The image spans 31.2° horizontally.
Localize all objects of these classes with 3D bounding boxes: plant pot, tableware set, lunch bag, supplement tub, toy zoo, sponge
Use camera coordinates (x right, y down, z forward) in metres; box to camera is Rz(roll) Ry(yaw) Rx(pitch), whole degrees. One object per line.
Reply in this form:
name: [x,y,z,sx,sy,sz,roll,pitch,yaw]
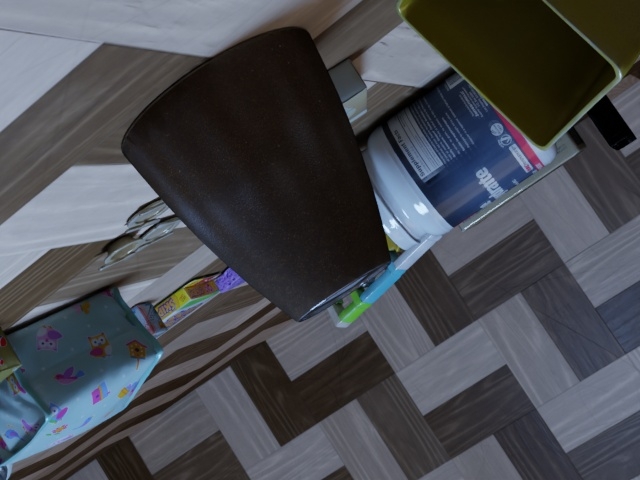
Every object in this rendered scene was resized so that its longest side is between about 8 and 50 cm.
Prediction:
plant pot: [0.227,-0.247,1.086,0.187,0.212,0.212,-44,176,-16]
tableware set: [-0.200,-0.018,1.416,0.141,0.020,0.168,-26,169,-47]
lunch bag: [-0.379,0.210,1.622,0.223,0.160,0.262,-27,165,-43]
supplement tub: [0.192,-0.128,1.696,0.272,0.191,0.191,-35,173,12]
plant pot: [-0.039,-0.046,1.097,0.215,0.230,0.215,-32,172,-5]
toy zoo: [0.086,-0.018,1.890,0.030,0.192,0.293,9,133,-46]
sponge: [-0.099,0.021,2.070,0.117,0.031,0.210,-27,171,-44]

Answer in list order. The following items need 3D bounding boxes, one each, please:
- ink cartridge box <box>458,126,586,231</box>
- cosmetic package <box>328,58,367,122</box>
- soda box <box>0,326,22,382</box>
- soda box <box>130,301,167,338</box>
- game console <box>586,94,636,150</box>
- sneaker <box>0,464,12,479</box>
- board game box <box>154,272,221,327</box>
ink cartridge box: [0.276,-0.158,1.851,0.234,0.193,0.088,-36,174,24]
cosmetic package: [0.020,-0.163,1.322,0.060,0.041,0.115,-33,173,-1]
soda box: [-0.462,0.183,1.448,0.181,0.061,0.058,-37,171,27]
soda box: [-0.348,0.176,1.913,0.183,0.058,0.063,-34,173,13]
game console: [0.396,-0.243,1.760,0.044,0.213,0.361,-36,168,18]
sneaker: [-0.579,0.352,1.866,0.147,0.145,0.384,-37,-173,-38]
board game box: [-0.290,0.143,2.058,0.259,0.039,0.124,-38,172,19]
